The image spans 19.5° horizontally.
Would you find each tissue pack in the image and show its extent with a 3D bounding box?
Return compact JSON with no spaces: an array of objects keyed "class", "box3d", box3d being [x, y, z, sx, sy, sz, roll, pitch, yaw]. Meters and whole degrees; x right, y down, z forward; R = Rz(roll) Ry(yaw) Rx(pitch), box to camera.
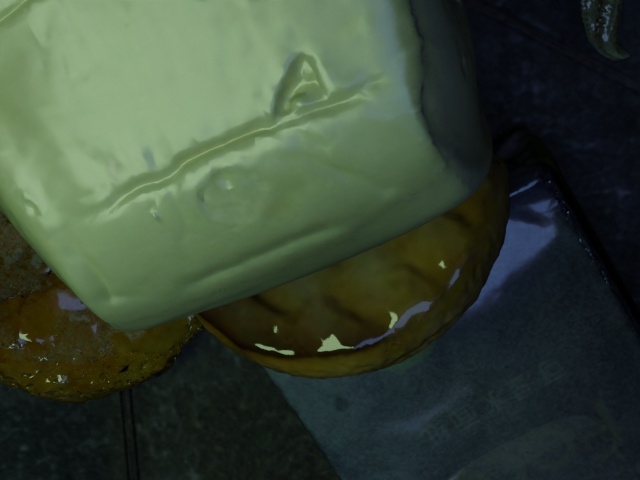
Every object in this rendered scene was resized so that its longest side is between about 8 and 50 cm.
[{"class":"tissue pack","box3d":[0.150,0.138,1.559,0.288,0.124,0.394,-28,114,10]}]

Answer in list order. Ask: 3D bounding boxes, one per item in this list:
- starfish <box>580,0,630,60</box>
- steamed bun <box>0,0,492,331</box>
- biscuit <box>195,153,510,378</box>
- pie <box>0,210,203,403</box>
[{"class":"starfish","box3d":[0.181,-0.332,1.351,0.358,0.078,0.347,43,123,-8]},{"class":"steamed bun","box3d":[-0.103,-0.189,1.287,0.371,0.290,0.456,-21,100,17]},{"class":"biscuit","box3d":[0.000,0.001,1.410,0.274,0.091,0.213,20,77,26]},{"class":"pie","box3d":[-0.207,0.016,1.507,0.273,0.069,0.273,-4,118,-7]}]
